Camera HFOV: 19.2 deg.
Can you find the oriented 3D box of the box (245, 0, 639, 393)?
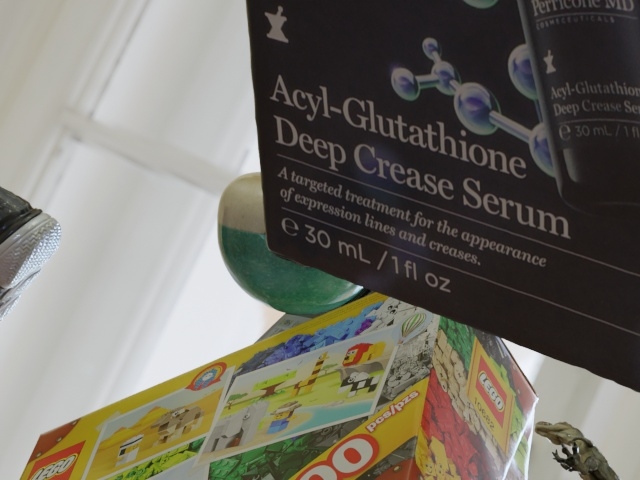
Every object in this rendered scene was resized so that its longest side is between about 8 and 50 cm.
[{"bbox_3d":[0.130,-0.159,1.047,0.293,0.212,0.395,20,-53,35],"label":"box"}]

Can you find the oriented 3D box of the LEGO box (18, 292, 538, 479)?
[{"bbox_3d":[-0.066,0.274,1.764,0.193,0.500,0.372,56,24,-23],"label":"LEGO box"}]

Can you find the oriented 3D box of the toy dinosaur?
[{"bbox_3d":[0.343,0.307,2.326,0.118,0.064,0.268,17,32,-53],"label":"toy dinosaur"}]

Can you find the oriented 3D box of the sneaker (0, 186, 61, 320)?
[{"bbox_3d":[-0.409,0.018,2.140,0.153,0.268,0.101,48,35,6],"label":"sneaker"}]

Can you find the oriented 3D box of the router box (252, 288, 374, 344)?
[{"bbox_3d":[0.047,0.156,2.102,0.081,0.309,0.243,9,-53,35],"label":"router box"}]

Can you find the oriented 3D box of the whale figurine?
[{"bbox_3d":[0.000,0.000,1.980,0.216,0.141,0.272,7,7,20],"label":"whale figurine"}]
